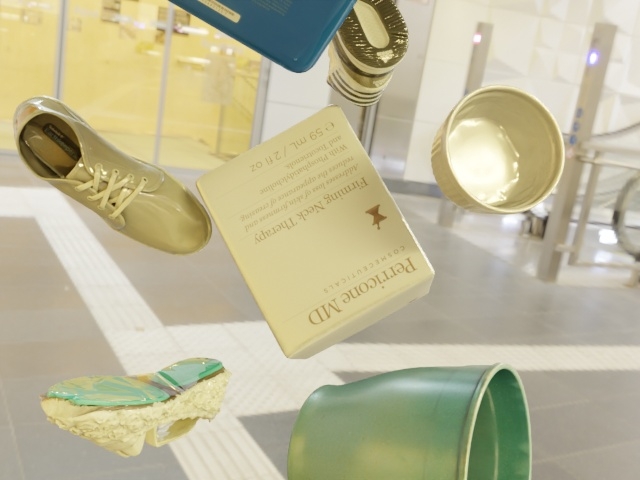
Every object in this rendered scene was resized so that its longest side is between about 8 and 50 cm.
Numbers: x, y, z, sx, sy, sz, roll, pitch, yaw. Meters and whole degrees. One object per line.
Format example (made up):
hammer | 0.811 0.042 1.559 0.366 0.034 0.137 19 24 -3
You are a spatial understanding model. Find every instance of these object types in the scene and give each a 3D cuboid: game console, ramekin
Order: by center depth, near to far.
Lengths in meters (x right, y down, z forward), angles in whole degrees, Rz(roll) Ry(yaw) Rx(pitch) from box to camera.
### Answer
game console | -0.072 -0.395 0.859 0.293 0.250 0.173 28 44 -14
ramekin | 0.279 -0.140 1.167 0.207 0.207 0.109 6 -8 -12

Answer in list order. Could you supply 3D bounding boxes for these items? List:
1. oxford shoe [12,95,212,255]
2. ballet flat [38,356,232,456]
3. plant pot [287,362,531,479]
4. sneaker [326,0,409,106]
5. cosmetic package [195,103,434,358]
oxford shoe | -0.412 -0.109 1.401 0.449 0.169 0.130 39 10 -17
ballet flat | -0.285 0.287 1.188 0.146 0.147 0.409 17 6 28
plant pot | 0.109 0.285 0.911 0.255 0.272 0.271 -1 7 31
sneaker | 0.027 -0.465 1.417 0.169 0.448 0.257 -12 -18 -13
cosmetic package | 0.000 0.000 1.495 0.329 0.394 0.327 -29 -12 0
